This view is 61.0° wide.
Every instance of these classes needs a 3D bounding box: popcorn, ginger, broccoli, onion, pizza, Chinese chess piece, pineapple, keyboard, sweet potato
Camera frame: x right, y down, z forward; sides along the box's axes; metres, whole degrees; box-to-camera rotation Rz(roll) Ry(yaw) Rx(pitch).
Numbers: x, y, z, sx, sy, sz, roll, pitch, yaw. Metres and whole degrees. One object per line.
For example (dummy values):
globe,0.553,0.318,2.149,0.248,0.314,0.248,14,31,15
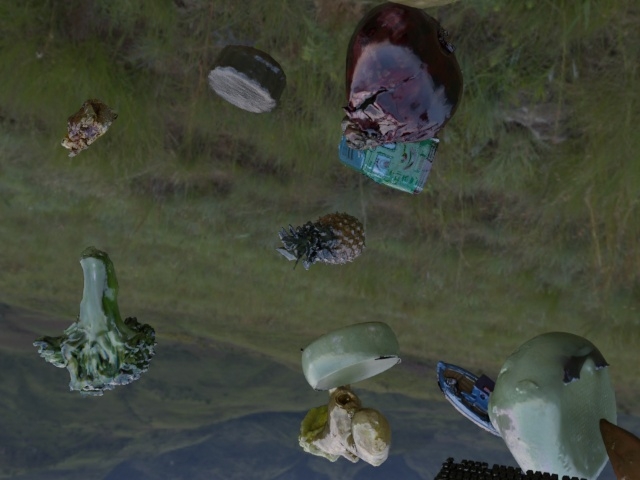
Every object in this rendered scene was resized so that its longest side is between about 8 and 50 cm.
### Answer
popcorn,0.025,0.634,1.779,0.197,0.156,0.197,-14,-162,4
ginger,0.078,0.465,1.354,0.122,0.348,0.363,-17,-150,-22
broccoli,-0.448,0.159,1.051,0.198,0.275,0.177,-18,-162,6
onion,0.149,-0.309,1.019,0.280,0.221,0.281,-20,144,-16
pizza,-0.518,-0.262,1.211,0.069,0.154,0.193,45,161,-29
Chinese chess piece,0.057,0.219,1.030,0.188,0.083,0.188,-15,154,-8
pineapple,0.000,0.000,1.574,0.169,0.169,0.340,-9,178,31
keyboard,0.246,0.303,0.661,0.231,0.023,0.072,-7,-175,38
sweet potato,0.544,0.433,0.819,0.095,0.355,0.106,-42,151,17

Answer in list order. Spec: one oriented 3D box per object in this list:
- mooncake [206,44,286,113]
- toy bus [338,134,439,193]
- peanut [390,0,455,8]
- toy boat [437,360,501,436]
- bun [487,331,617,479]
mooncake,-0.211,-0.477,1.589,0.228,0.124,0.228,21,168,5
toy bus,0.178,-0.263,1.580,0.199,0.184,0.343,16,-170,-16
peanut,0.205,-0.384,0.639,0.192,0.170,0.387,-26,-156,-38
toy boat,0.361,0.356,1.251,0.100,0.223,0.097,-33,148,-37
bun,0.418,0.313,1.021,0.293,0.293,0.187,15,168,-38
